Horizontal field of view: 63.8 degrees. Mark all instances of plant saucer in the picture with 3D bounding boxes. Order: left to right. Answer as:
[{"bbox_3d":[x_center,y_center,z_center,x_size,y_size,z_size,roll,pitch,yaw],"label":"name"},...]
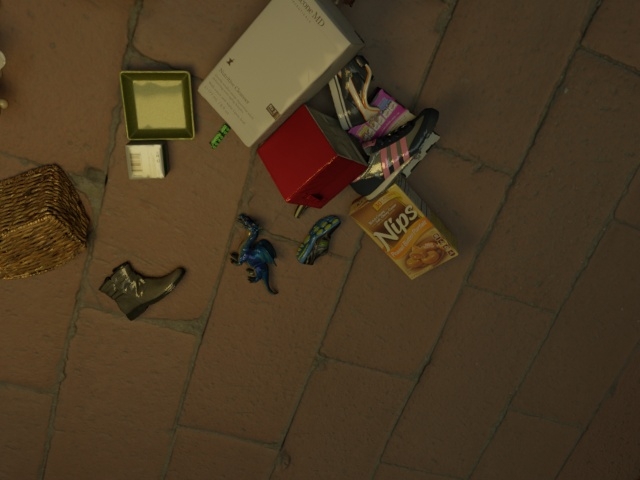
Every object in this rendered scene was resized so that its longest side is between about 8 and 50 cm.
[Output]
[{"bbox_3d":[-0.451,-0.378,1.439,0.189,0.045,0.188,-2,111,-6],"label":"plant saucer"}]

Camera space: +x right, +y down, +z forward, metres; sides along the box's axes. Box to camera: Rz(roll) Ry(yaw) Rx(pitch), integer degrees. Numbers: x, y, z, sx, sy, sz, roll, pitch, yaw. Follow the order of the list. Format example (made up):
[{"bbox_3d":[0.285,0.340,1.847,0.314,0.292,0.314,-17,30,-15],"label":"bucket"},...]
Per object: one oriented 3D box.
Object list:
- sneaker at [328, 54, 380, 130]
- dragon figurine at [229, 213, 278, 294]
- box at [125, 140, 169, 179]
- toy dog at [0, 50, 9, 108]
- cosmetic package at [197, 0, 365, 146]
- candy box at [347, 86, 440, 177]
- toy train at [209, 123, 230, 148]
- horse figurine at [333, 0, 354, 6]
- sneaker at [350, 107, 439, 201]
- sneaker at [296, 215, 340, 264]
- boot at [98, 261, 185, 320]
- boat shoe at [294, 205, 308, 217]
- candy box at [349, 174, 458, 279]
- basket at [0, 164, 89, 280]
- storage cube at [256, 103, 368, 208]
[{"bbox_3d":[0.071,-0.475,1.406,0.128,0.126,0.320,-17,103,12],"label":"sneaker"},{"bbox_3d":[-0.185,0.054,1.611,0.144,0.085,0.289,-37,109,8],"label":"dragon figurine"},{"bbox_3d":[-0.491,-0.232,1.466,0.102,0.087,0.101,-2,111,-7],"label":"box"},{"bbox_3d":[-0.857,-0.481,1.295,0.161,0.220,0.333,-23,124,-32],"label":"toy dog"},{"bbox_3d":[-0.101,-0.446,1.314,0.217,0.156,0.385,48,120,-2],"label":"cosmetic package"},{"bbox_3d":[0.213,-0.319,1.526,0.234,0.071,0.159,35,105,-17],"label":"candy box"},{"bbox_3d":[-0.295,-0.304,1.501,0.024,0.017,0.083,39,102,-8],"label":"toy train"},{"bbox_3d":[0.036,-0.725,1.318,0.175,0.066,0.263,-38,89,20],"label":"horse figurine"},{"bbox_3d":[0.193,-0.261,1.448,0.131,0.112,0.319,35,107,-14],"label":"sneaker"},{"bbox_3d":[0.000,0.000,1.634,0.078,0.067,0.188,29,104,-38],"label":"sneaker"},{"bbox_3d":[-0.559,0.127,1.601,0.247,0.083,0.161,-37,105,6],"label":"boot"},{"bbox_3d":[-0.028,-0.127,1.578,0.049,0.056,0.152,31,104,-11],"label":"boat shoe"},{"bbox_3d":[0.262,-0.039,1.600,0.183,0.087,0.316,-34,113,30],"label":"candy box"},{"bbox_3d":[-0.840,-0.044,1.493,0.300,0.222,0.213,-21,144,1],"label":"basket"},{"bbox_3d":[-0.019,-0.223,1.417,0.193,0.184,0.214,-40,68,24],"label":"storage cube"}]
